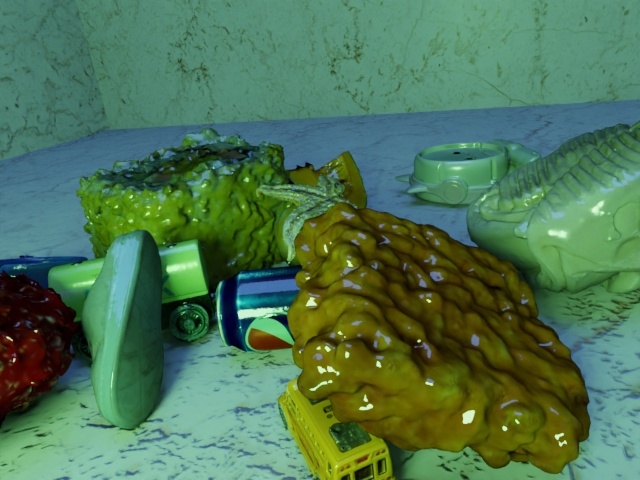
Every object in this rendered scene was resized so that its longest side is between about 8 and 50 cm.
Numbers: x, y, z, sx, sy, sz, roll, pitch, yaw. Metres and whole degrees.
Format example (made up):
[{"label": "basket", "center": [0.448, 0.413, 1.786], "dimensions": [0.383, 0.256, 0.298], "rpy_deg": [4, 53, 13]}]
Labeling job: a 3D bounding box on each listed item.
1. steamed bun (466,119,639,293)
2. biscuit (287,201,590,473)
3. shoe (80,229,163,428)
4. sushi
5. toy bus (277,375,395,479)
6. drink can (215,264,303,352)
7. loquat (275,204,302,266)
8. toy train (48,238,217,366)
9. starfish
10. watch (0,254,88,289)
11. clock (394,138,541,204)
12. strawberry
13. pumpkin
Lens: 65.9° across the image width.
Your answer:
[{"label": "steamed bun", "center": [0.425, -0.030, 0.751], "dimensions": [0.324, 0.219, 0.310], "rpy_deg": [-35, 11, -4]}, {"label": "biscuit", "center": [0.122, 0.088, 0.537], "dimensions": [0.318, 0.110, 0.312], "rpy_deg": [23, 28, -11]}, {"label": "shoe", "center": [-0.257, 0.105, 0.619], "dimensions": [0.100, 0.103, 0.250], "rpy_deg": [-9, 61, 10]}, {"label": "sushi", "center": [-0.251, -0.064, 0.971], "dimensions": [0.351, 0.240, 0.397], "rpy_deg": [16, 34, 40]}, {"label": "toy bus", "center": [0.008, 0.186, 0.502], "dimensions": [0.070, 0.074, 0.162], "rpy_deg": [-16, 25, -19]}, {"label": "drink can", "center": [-0.036, 0.092, 0.691], "dimensions": [0.205, 0.118, 0.118], "rpy_deg": [-6, 22, 3]}, {"label": "loquat", "center": [0.000, 0.000, 0.859], "dimensions": [0.195, 0.152, 0.152], "rpy_deg": [12, 29, 36]}, {"label": "toy train", "center": [-0.274, 0.079, 0.732], "dimensions": [0.253, 0.157, 0.105], "rpy_deg": [-12, 20, -7]}, {"label": "starfish", "center": [-0.012, -0.046, 0.759], "dimensions": [0.138, 0.050, 0.247], "rpy_deg": [-18, 34, -10]}, {"label": "watch", "center": [-0.485, 0.087, 0.798], "dimensions": [0.200, 0.171, 0.196], "rpy_deg": [-7, 15, -44]}, {"label": "clock", "center": [0.359, -0.175, 1.244], "dimensions": [0.324, 0.108, 0.265], "rpy_deg": [-8, 23, -3]}, {"label": "strawberry", "center": [-0.425, 0.123, 0.551], "dimensions": [0.274, 0.220, 0.274], "rpy_deg": [-19, 26, 10]}, {"label": "pumpkin", "center": [0.011, -0.097, 1.181], "dimensions": [0.148, 0.169, 0.312], "rpy_deg": [-42, -6, 37]}]
